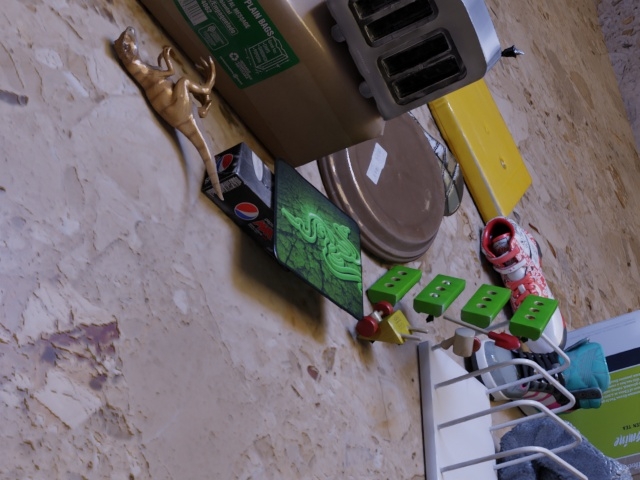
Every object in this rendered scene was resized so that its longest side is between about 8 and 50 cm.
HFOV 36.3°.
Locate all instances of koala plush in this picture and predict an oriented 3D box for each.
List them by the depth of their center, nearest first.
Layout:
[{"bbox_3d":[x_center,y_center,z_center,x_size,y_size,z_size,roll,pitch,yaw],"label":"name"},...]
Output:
[{"bbox_3d":[0.391,0.394,1.518,0.221,0.196,0.203,40,10,-40],"label":"koala plush"}]

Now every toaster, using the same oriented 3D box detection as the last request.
[{"bbox_3d":[0.118,-0.250,1.160,0.168,0.186,0.110,63,26,-14],"label":"toaster"}]

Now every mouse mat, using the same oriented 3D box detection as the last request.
[{"bbox_3d":[0.000,0.000,1.194,0.190,0.007,0.152,39,39,-44],"label":"mouse mat"}]

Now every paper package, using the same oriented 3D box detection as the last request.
[{"bbox_3d":[-0.045,-0.306,1.280,0.325,0.168,0.309,50,32,-31],"label":"paper package"}]

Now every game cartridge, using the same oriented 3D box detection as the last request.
[{"bbox_3d":[0.315,-0.216,1.971,0.323,0.053,0.285,62,29,-6],"label":"game cartridge"}]

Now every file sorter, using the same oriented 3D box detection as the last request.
[{"bbox_3d":[0.267,0.282,1.393,0.193,0.173,0.277,39,39,-41],"label":"file sorter"}]

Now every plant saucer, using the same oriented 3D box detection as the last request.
[{"bbox_3d":[0.103,-0.102,1.474,0.278,0.041,0.277,23,58,-41],"label":"plant saucer"}]

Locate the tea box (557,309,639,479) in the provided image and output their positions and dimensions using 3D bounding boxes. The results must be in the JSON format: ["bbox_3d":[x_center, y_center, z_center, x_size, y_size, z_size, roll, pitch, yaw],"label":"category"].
[{"bbox_3d":[0.596,0.366,1.851,0.329,0.220,0.323,41,38,-40],"label":"tea box"}]

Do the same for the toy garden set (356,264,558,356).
[{"bbox_3d":[0.179,0.112,1.336,0.204,0.244,0.049,-35,133,-59],"label":"toy garden set"}]

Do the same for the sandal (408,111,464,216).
[{"bbox_3d":[0.157,-0.135,1.622,0.219,0.060,0.090,46,69,-10],"label":"sandal"}]

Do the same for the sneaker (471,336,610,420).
[{"bbox_3d":[0.387,0.221,1.636,0.295,0.178,0.123,31,45,-48],"label":"sneaker"}]

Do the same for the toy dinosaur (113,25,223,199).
[{"bbox_3d":[-0.156,-0.147,1.105,0.211,0.064,0.112,53,48,-8],"label":"toy dinosaur"}]

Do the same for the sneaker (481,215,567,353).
[{"bbox_3d":[0.366,0.081,1.800,0.145,0.090,0.270,35,39,-44],"label":"sneaker"}]

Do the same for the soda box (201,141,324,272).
[{"bbox_3d":[-0.066,-0.038,1.171,0.169,0.053,0.060,47,35,-35],"label":"soda box"}]
